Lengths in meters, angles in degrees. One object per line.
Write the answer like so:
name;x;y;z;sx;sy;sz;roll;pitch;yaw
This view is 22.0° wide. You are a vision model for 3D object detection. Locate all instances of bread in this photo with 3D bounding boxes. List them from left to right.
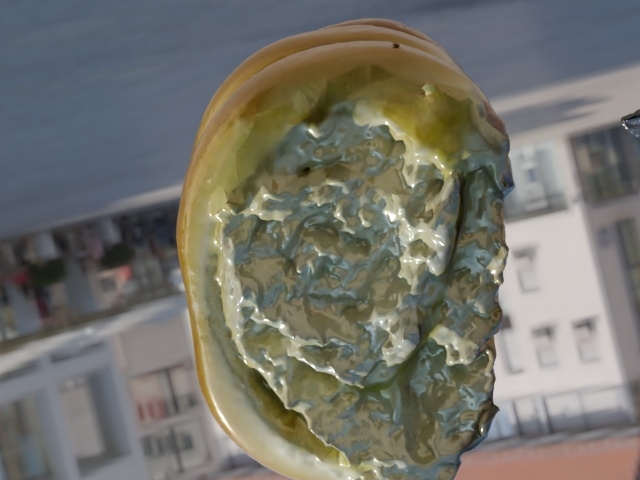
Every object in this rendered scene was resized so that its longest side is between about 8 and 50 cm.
bread;0.000;0.000;1.134;0.211;0.315;0.270;1;-160;-11

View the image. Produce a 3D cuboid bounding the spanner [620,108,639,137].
spanner;0.314;-0.112;1.186;0.209;0.046;0.012;-17;-147;30
